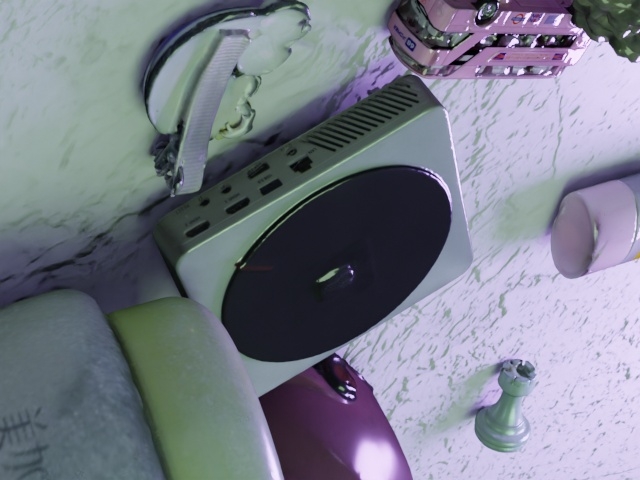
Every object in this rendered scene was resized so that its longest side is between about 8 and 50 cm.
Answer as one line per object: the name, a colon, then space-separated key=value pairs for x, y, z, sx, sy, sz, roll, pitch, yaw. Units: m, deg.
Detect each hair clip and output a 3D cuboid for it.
hair clip: x=-0.080 y=-0.112 z=1.185 sx=0.116 sy=0.049 sz=0.172 roll=-9 pitch=136 yaw=-43

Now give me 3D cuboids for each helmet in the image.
helmet: x=-0.039 y=0.256 z=1.558 sx=0.271 sy=0.197 sz=0.338 roll=-38 pitch=149 yaw=8

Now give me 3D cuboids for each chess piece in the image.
chess piece: x=0.218 y=0.187 z=1.836 sx=0.067 sy=0.067 sz=0.103 roll=-14 pitch=132 yaw=-31

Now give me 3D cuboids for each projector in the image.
projector: x=0.000 y=0.000 z=1.371 sx=0.257 sy=0.079 sz=0.259 roll=-31 pitch=147 yaw=-9

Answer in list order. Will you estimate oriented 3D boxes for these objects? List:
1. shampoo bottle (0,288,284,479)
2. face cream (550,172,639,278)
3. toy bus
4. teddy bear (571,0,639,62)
shampoo bottle: x=-0.197 y=0.203 z=1.225 sx=0.317 sy=0.322 sz=0.322 roll=-17 pitch=144 yaw=-10
face cream: x=0.365 y=-0.036 z=1.676 sx=0.269 sy=0.073 sz=0.107 roll=-15 pitch=134 yaw=-28
toy bus: x=0.147 y=-0.177 z=1.300 sx=0.203 sy=0.063 sz=0.090 roll=-4 pitch=136 yaw=-41
teddy bear: x=0.254 y=-0.321 z=1.119 sx=0.357 sy=0.224 sz=0.367 roll=18 pitch=99 yaw=-40
